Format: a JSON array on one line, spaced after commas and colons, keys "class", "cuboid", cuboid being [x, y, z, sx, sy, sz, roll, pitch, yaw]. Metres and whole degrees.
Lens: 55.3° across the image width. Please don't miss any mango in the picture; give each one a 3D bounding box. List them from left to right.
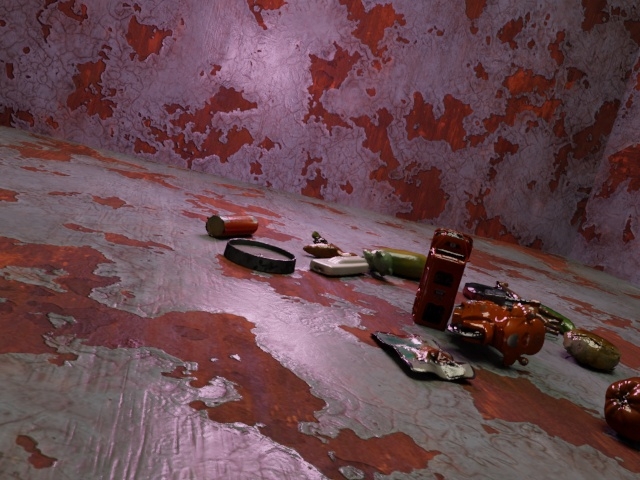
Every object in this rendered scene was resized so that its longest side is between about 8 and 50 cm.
[{"class": "mango", "cuboid": [0.277, 0.074, 2.147, 0.237, 0.091, 0.137, 15, 3, -3]}]

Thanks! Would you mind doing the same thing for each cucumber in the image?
[{"class": "cucumber", "cuboid": [0.733, 0.244, 1.962, 0.056, 0.056, 0.250, 10, 14, -27]}]

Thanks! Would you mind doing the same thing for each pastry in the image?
[{"class": "pastry", "cuboid": [0.724, 0.289, 1.633, 0.153, 0.081, 0.153, 14, 6, -1]}]

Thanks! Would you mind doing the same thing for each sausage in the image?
[{"class": "sausage", "cuboid": [-0.281, -0.050, 2.065, 0.083, 0.083, 0.264, 19, 9, 23]}]

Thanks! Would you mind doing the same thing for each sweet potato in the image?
[{"class": "sweet potato", "cuboid": [0.038, 0.042, 2.075, 0.202, 0.058, 0.055, 13, -11, -5]}]

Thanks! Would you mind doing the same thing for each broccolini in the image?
[{"class": "broccolini", "cuboid": [-0.007, 0.004, 2.321, 0.057, 0.071, 0.254, -29, 11, -7]}]

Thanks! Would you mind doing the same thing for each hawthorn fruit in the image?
[{"class": "hawthorn fruit", "cuboid": [0.611, 0.330, 1.174, 0.125, 0.125, 0.140, 24, -19, 44]}]

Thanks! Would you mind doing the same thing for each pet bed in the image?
[{"class": "pet bed", "cuboid": [0.578, 0.191, 2.047, 0.201, 0.054, 0.201, 13, 10, -2]}]

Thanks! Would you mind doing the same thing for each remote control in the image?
[{"class": "remote control", "cuboid": [0.066, 0.078, 1.932, 0.090, 0.049, 0.230, 20, 12, 35]}]

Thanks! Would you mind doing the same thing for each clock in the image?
[{"class": "clock", "cuboid": [-0.175, 0.044, 1.791, 0.214, 0.042, 0.215, 14, 10, -2]}]

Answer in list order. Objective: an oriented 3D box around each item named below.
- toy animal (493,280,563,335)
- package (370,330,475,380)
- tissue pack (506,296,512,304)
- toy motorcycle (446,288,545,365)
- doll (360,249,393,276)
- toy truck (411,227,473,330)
[{"class": "toy animal", "cuboid": [0.640, 0.205, 1.900, 0.229, 0.066, 0.224, 22, 26, 19]}, {"class": "package", "cuboid": [0.218, 0.238, 1.308, 0.166, 0.040, 0.232, 11, 9, -17]}, {"class": "tissue pack", "cuboid": [0.504, 0.201, 1.758, 0.058, 0.094, 0.074, 11, 8, -13]}, {"class": "toy motorcycle", "cuboid": [0.433, 0.205, 1.504, 0.221, 0.148, 0.325, 9, 9, 16]}, {"class": "doll", "cuboid": [0.188, 0.066, 2.027, 0.115, 0.077, 0.150, 54, -24, -14]}, {"class": "toy truck", "cuboid": [0.319, 0.101, 1.596, 0.107, 0.253, 0.114, 16, 14, 8]}]
